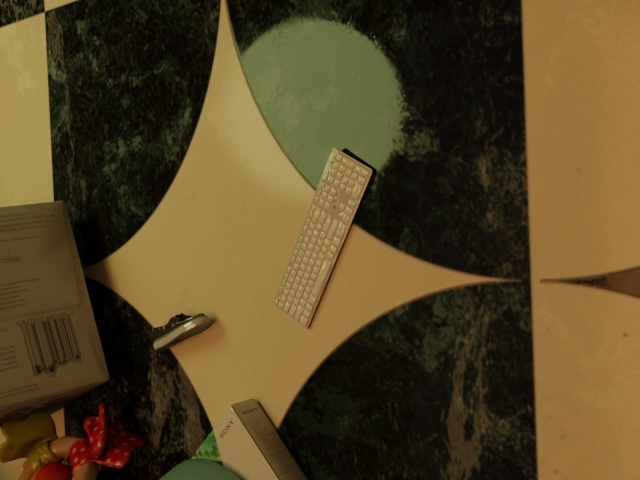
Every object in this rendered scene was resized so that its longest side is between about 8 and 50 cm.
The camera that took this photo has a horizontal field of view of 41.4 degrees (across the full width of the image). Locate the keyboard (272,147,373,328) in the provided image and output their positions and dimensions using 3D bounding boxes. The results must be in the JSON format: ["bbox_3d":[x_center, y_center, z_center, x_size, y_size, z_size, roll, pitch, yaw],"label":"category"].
[{"bbox_3d":[0.000,0.000,1.186,0.072,0.014,0.256,37,115,33],"label":"keyboard"}]

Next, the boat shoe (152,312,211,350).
[{"bbox_3d":[-0.231,0.141,1.372,0.142,0.049,0.040,-29,73,40],"label":"boat shoe"}]

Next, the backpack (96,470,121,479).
[{"bbox_3d":[-0.416,0.471,1.519,0.120,0.098,0.101,3,114,39],"label":"backpack"}]

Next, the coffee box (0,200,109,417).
[{"bbox_3d":[-0.624,0.159,1.492,0.334,0.337,0.338,-31,73,48],"label":"coffee box"}]

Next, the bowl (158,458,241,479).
[{"bbox_3d":[-0.211,0.494,1.229,0.311,0.163,0.312,7,100,41],"label":"bowl"}]

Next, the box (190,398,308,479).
[{"bbox_3d":[-0.087,0.433,1.258,0.322,0.058,0.232,52,123,27],"label":"box"}]

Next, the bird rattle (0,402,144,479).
[{"bbox_3d":[-0.440,0.400,1.468,0.253,0.143,0.207,-1,53,23],"label":"bird rattle"}]
